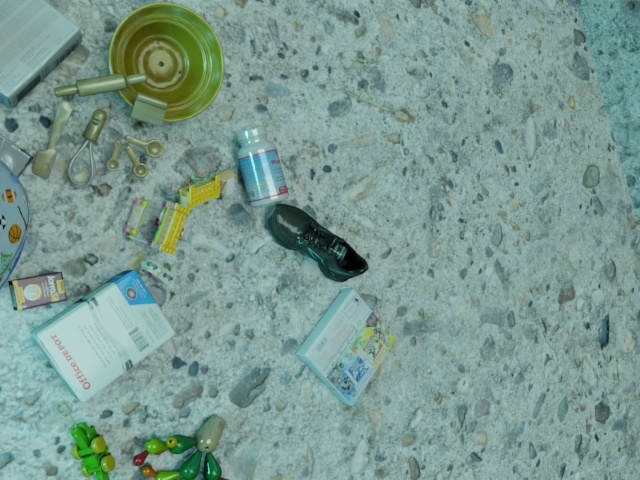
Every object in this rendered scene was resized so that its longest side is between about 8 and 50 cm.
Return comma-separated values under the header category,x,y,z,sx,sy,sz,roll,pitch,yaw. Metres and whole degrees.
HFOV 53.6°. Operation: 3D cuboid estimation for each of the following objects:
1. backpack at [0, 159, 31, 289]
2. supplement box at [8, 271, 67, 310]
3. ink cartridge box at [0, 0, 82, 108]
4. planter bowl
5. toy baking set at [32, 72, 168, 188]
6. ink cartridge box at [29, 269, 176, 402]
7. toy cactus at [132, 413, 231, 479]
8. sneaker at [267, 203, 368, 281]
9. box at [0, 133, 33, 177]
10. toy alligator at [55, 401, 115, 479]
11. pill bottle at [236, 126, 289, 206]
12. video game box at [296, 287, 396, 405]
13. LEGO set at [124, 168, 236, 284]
category,x,y,z,sx,sy,sz,roll,pitch,yaw
backpack,-0.561,-0.033,0.940,0.263,0.213,0.277,69,36,-60
supplement box,-0.495,0.089,1.109,0.083,0.043,0.055,-13,93,-35
ink cartridge box,-0.567,-0.371,1.095,0.232,0.066,0.189,36,66,-5
planter bowl,-0.302,-0.342,1.227,0.217,0.090,0.217,-6,106,-23
toy baking set,-0.398,-0.199,1.151,0.256,0.030,0.197,-12,108,-22
ink cartridge box,-0.393,0.169,1.149,0.203,0.085,0.148,-36,107,-30
toy cactus,-0.243,0.426,1.241,0.219,0.112,0.181,41,55,-17
sneaker,0.000,0.000,1.425,0.267,0.106,0.101,35,69,-27
box,-0.554,-0.142,1.096,0.083,0.018,0.067,40,65,-27
toy alligator,-0.417,0.363,1.146,0.051,0.056,0.190,-57,126,-72
pill bottle,-0.128,-0.157,1.354,0.087,0.087,0.160,-20,99,-34
video game box,0.065,0.248,1.490,0.187,0.048,0.205,49,63,-20
LEGO set,-0.287,-0.063,1.253,0.287,0.107,0.132,-62,153,-26
